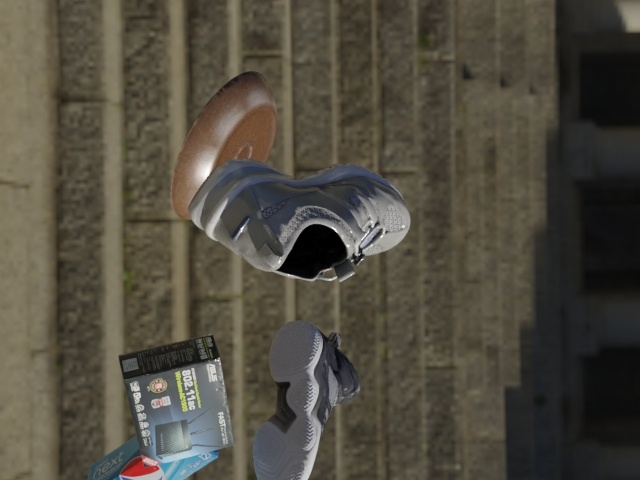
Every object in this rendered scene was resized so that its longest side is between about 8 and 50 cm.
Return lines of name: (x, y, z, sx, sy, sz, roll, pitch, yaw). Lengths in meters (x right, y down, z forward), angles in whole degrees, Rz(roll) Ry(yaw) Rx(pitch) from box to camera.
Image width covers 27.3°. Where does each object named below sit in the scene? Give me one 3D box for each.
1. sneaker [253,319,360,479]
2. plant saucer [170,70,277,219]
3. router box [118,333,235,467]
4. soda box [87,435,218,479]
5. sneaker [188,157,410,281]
sneaker: (-0.012, 0.256, 1.938, 0.153, 0.101, 0.269, 15, 81, -58)
plant saucer: (-0.106, -0.106, 1.579, 0.198, 0.036, 0.199, -52, 160, -28)
router box: (-0.135, 0.153, 1.254, 0.038, 0.092, 0.122, -115, -165, -51)
soda box: (-0.241, 0.317, 1.891, 0.067, 0.210, 0.071, 43, 25, -24)
sneaker: (0.000, 0.000, 1.221, 0.281, 0.115, 0.105, -1, 134, -52)
